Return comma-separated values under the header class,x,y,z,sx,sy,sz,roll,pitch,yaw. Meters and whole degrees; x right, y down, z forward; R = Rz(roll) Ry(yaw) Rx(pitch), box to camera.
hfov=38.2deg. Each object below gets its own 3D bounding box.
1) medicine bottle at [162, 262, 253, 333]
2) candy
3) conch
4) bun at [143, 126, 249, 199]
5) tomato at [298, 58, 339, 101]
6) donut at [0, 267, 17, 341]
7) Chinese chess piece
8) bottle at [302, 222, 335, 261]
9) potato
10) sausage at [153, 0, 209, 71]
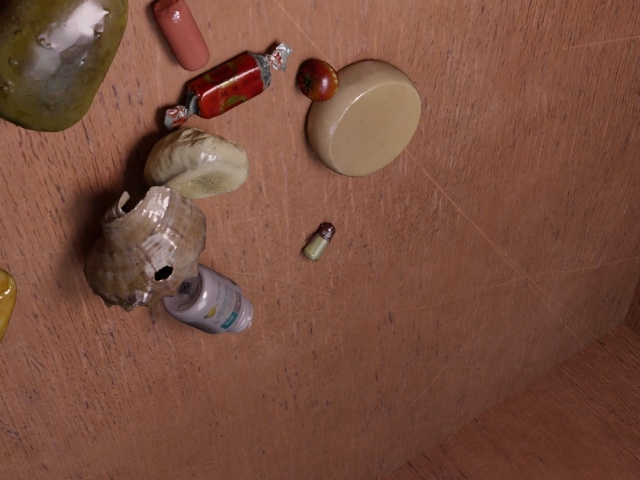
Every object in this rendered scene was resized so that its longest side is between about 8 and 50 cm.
class,x,y,z,sx,sy,sz,roll,pitch,yaw
medicine bottle,-0.247,0.141,2.096,0.135,0.135,0.215,-47,144,6
candy,-0.177,-0.297,1.780,0.292,0.059,0.086,-31,142,-17
conch,-0.327,0.024,1.802,0.263,0.186,0.324,-27,168,-20
bun,-0.241,-0.159,1.787,0.222,0.128,0.222,-12,166,-3
tomato,0.000,-0.328,1.897,0.075,0.087,0.087,-11,134,-39
donut,-0.666,0.073,1.481,0.360,0.360,0.170,57,39,-54
Chinese chess piece,0.097,-0.267,2.037,0.273,0.102,0.273,-24,140,-22
bottle,0.000,0.000,2.269,0.101,0.047,0.063,-56,170,10
potato,-0.419,-0.309,1.441,0.210,0.173,0.307,22,108,-49
sausage,-0.245,-0.365,1.642,0.062,0.062,0.154,-36,144,-9
